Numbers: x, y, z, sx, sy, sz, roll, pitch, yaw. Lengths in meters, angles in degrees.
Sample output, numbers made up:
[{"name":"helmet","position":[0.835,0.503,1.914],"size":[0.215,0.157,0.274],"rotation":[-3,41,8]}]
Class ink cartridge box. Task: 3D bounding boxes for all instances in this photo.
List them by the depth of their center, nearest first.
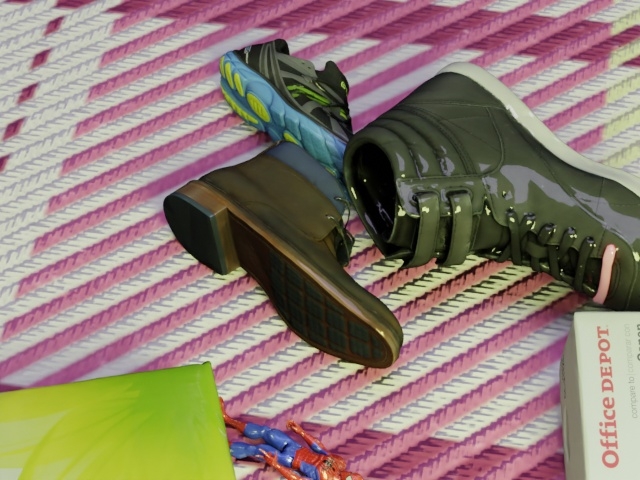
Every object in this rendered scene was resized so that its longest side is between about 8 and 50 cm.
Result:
[{"name":"ink cartridge box","position":[0.243,0.115,1.247],"size":[0.175,0.072,0.127],"rotation":[0,59,0]}]

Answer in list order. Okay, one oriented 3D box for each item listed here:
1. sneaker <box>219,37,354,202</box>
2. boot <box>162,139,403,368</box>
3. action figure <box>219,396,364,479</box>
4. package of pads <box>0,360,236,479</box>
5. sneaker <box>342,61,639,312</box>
[{"name":"sneaker","position":[-0.003,-0.096,1.473],"size":[0.078,0.067,0.188],"rotation":[-30,49,-19]},{"name":"boot","position":[0.000,0.000,1.369],"size":[0.106,0.082,0.219],"rotation":[-36,54,-27]},{"name":"action figure","position":[-0.023,0.135,1.273],"size":[0.115,0.030,0.038],"rotation":[23,44,18]},{"name":"package of pads","position":[-0.151,0.208,1.134],"size":[0.229,0.101,0.296],"rotation":[-8,38,-7]},{"name":"sneaker","position":[0.133,-0.001,1.342],"size":[0.147,0.105,0.296],"rotation":[-29,55,-32]}]
